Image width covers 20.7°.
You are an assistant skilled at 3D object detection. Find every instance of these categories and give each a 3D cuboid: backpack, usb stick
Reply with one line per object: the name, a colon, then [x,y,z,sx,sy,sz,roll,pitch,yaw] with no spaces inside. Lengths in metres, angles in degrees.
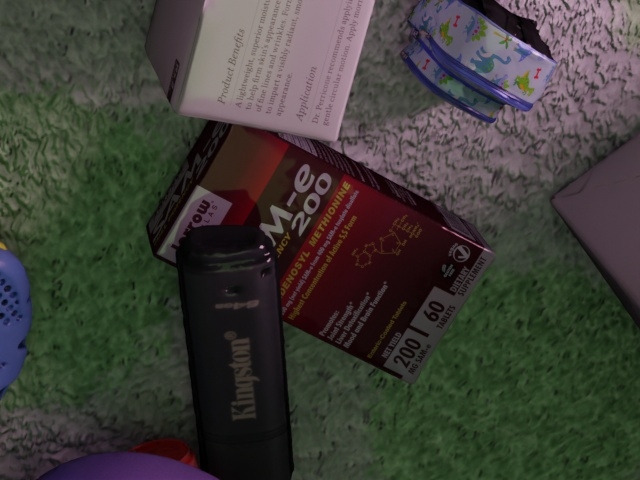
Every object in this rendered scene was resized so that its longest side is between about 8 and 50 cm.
backpack: [0.120,-0.138,1.312,0.105,0.114,0.084,28,103,-20]
usb stick: [-0.064,0.099,1.351,0.077,0.045,0.278,0,133,3]

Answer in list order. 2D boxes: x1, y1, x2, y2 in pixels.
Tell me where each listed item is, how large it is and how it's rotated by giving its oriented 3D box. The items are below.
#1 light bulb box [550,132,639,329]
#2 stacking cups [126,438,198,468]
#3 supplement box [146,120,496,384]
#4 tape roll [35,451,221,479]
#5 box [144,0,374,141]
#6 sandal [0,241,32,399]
light bulb box: [0.399,0.093,1.322,0.225,0.358,0.361,-36,114,5]
stacking cups: [-0.105,0.315,1.461,0.096,0.096,0.316,-11,107,-7]
supplement box: [0.000,0.000,1.363,0.239,0.073,0.130,27,103,-18]
tape roll: [-0.149,0.307,1.368,0.274,0.090,0.275,5,109,14]
box: [-0.039,-0.185,1.228,0.119,0.182,0.181,11,108,-17]
sandal: [-0.291,0.148,1.319,0.126,0.138,0.317,10,109,-29]
